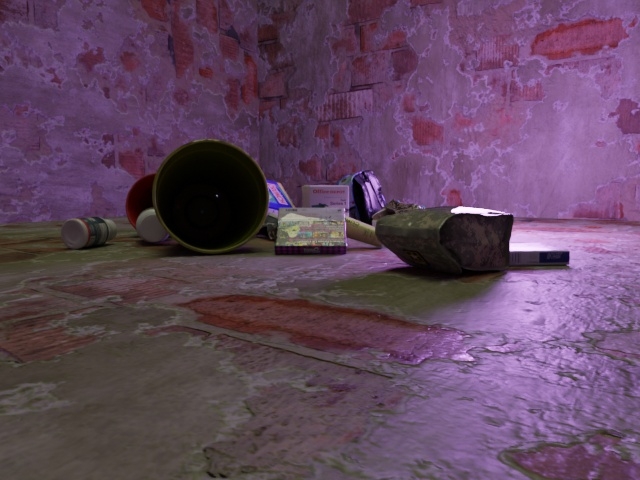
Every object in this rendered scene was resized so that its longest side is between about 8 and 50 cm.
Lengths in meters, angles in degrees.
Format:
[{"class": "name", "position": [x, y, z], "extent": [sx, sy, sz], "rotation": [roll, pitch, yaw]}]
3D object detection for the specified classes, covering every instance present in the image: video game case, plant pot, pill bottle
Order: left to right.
[{"class": "pill bottle", "position": [-0.824, -0.031, 1.734], "extent": [0.107, 0.108, 0.180], "rotation": [2, 6, 14]}, {"class": "pill bottle", "position": [-0.637, -0.057, 1.846], "extent": [0.131, 0.131, 0.229], "rotation": [-2, 7, -19]}, {"class": "plant pot", "position": [-0.682, -0.143, 2.135], "extent": [0.274, 0.275, 0.243], "rotation": [0, -4, 1]}, {"class": "plant pot", "position": [-0.396, -0.124, 1.693], "extent": [0.365, 0.367, 0.353], "rotation": [-2, -5, -19]}, {"class": "video game case", "position": [-0.031, -0.035, 1.600], "extent": [0.231, 0.042, 0.210], "rotation": [0, 39, 0]}]

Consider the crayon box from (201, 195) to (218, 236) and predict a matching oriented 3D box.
[{"class": "crayon box", "position": [-0.501, -0.183, 2.089], "extent": [0.105, 0.314, 0.363], "rotation": [-20, 11, -13]}]

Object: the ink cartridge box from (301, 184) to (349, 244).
[{"class": "ink cartridge box", "position": [0.018, -0.094, 1.770], "extent": [0.160, 0.220, 0.092], "rotation": [-3, 6, -18]}]

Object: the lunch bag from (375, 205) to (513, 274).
[{"class": "lunch bag", "position": [0.311, -0.007, 1.245], "extent": [0.286, 0.169, 0.235], "rotation": [1, 5, -33]}]

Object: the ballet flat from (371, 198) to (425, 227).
[{"class": "ballet flat", "position": [0.304, -0.081, 1.996], "extent": [0.181, 0.164, 0.483], "rotation": [-19, 6, -2]}]

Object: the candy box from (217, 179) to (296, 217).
[{"class": "candy box", "position": [-0.285, -0.178, 2.154], "extent": [0.317, 0.122, 0.268], "rotation": [13, 30, -39]}]

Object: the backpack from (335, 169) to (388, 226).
[{"class": "backpack", "position": [0.179, -0.180, 2.204], "extent": [0.213, 0.264, 0.276], "rotation": [-4, 14, 37]}]

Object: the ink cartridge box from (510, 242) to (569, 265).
[{"class": "ink cartridge box", "position": [0.561, 0.034, 1.410], "extent": [0.223, 0.046, 0.224], "rotation": [-1, 6, -7]}]

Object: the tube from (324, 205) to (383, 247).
[{"class": "tube", "position": [0.112, -0.039, 1.697], "extent": [0.240, 0.062, 0.070], "rotation": [20, 48, 9]}]

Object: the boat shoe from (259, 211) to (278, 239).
[{"class": "boat shoe", "position": [-0.161, -0.032, 1.929], "extent": [0.099, 0.116, 0.319], "rotation": [-46, 28, -10]}]
